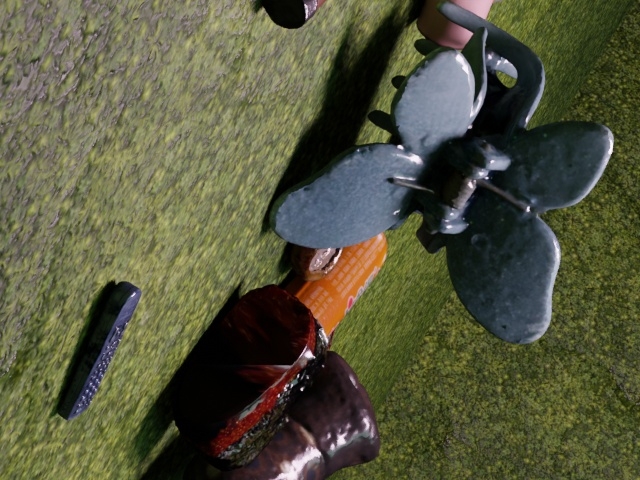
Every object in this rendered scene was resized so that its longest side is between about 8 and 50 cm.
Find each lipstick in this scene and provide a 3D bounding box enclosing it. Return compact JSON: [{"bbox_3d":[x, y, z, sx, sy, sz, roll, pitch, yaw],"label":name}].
[{"bbox_3d":[0.209,-0.398,1.800,0.087,0.087,0.327,-47,161,-49],"label":"lipstick"}]

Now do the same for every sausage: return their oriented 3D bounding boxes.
[{"bbox_3d":[0.013,0.061,2.020,0.312,0.093,0.093,-48,162,-45],"label":"sausage"}]

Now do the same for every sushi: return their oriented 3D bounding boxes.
[{"bbox_3d":[-0.089,0.171,1.757,0.225,0.136,0.126,-51,156,-22],"label":"sushi"}]

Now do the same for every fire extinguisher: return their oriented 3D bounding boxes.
[{"bbox_3d":[0.007,-0.270,1.375,0.177,0.050,0.062,-52,126,-40],"label":"fire extinguisher"}]

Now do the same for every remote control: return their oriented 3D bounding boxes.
[{"bbox_3d":[-0.212,0.104,1.371,0.152,0.027,0.043,-64,173,21],"label":"remote control"}]

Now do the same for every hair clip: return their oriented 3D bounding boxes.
[{"bbox_3d":[0.165,-0.109,1.806,0.318,0.392,0.238,-59,-164,26],"label":"hair clip"}]

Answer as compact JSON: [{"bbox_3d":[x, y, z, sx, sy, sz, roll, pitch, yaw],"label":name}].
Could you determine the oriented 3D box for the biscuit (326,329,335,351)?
[{"bbox_3d":[-0.019,0.153,2.169,0.235,0.063,0.151,34,73,-73],"label":"biscuit"}]

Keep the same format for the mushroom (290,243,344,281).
[{"bbox_3d":[0.000,0.000,1.925,0.123,0.052,0.123,-48,158,-27],"label":"mushroom"}]

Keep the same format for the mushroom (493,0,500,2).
[{"bbox_3d":[0.267,-0.393,2.016,0.270,0.103,0.118,-48,175,-36],"label":"mushroom"}]

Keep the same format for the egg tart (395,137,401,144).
[{"bbox_3d":[0.183,-0.151,2.205,0.241,0.106,0.241,-58,166,-24],"label":"egg tart"}]

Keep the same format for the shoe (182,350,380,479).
[{"bbox_3d":[-0.035,0.283,1.911,0.237,0.171,0.384,-33,-175,15],"label":"shoe"}]
